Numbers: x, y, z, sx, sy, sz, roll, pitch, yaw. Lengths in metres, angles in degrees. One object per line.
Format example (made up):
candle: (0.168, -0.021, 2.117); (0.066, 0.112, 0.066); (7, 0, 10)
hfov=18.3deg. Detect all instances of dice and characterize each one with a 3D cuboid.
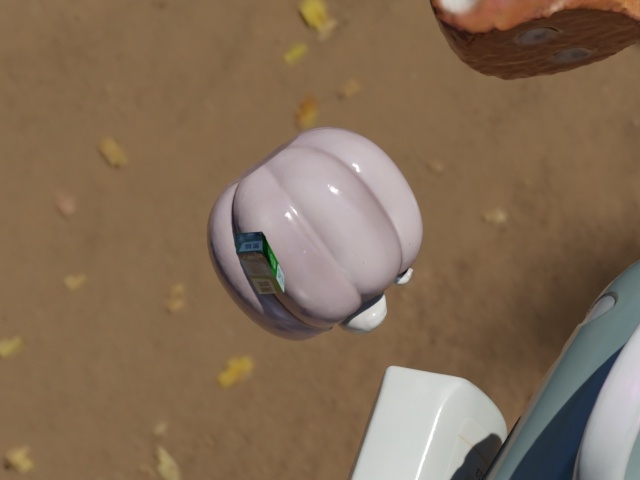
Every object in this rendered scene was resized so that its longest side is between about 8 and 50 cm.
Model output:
dice: (0.201, -0.254, 1.830); (0.175, 0.179, 0.174); (-14, 79, 24)

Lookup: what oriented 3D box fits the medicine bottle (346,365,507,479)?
medicine bottle: (0.060, 0.262, 1.617); (0.111, 0.161, 0.296); (7, 65, 24)

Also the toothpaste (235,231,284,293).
toothpaste: (-0.042, 0.016, 1.393); (0.020, 0.083, 0.017); (-4, 68, 8)

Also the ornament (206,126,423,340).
ornament: (0.000, 0.000, 1.610); (0.177, 0.177, 0.177); (-16, 46, 17)

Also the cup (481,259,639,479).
cup: (0.251, 0.140, 1.358); (0.259, 0.356, 0.274); (22, 66, 27)
